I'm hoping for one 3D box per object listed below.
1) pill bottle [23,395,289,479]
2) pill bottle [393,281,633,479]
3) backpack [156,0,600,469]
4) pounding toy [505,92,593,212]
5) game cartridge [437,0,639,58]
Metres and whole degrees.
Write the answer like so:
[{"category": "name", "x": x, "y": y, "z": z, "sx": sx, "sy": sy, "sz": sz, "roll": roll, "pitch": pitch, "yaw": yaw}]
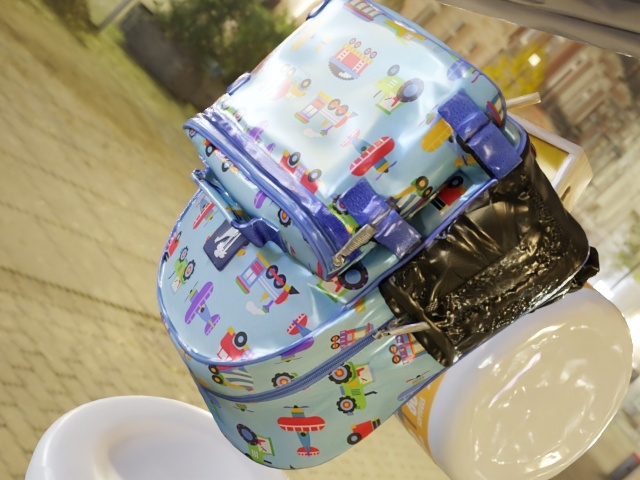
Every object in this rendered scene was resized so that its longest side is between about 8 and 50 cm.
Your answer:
[{"category": "pill bottle", "x": -0.155, "y": 0.293, "z": 0.786, "sx": 0.188, "sy": 0.334, "sz": 0.188, "roll": 20, "pitch": 24, "yaw": -9}, {"category": "pill bottle", "x": 0.083, "y": 0.043, "z": 0.812, "sx": 0.162, "sy": 0.162, "sz": 0.278, "roll": 40, "pitch": 3, "yaw": -42}, {"category": "backpack", "x": 0.000, "y": 0.000, "z": 0.465, "sx": 0.117, "sy": 0.173, "sz": 0.158, "roll": 49, "pitch": 2, "yaw": -41}, {"category": "pounding toy", "x": 0.198, "y": -0.106, "z": 1.247, "sx": 0.206, "sy": 0.181, "sz": 0.094, "roll": 31, "pitch": -3, "yaw": 27}, {"category": "game cartridge", "x": 0.088, "y": -0.206, "z": 0.645, "sx": 0.230, "sy": 0.068, "sz": 0.355, "roll": 40, "pitch": -2, "yaw": -34}]
